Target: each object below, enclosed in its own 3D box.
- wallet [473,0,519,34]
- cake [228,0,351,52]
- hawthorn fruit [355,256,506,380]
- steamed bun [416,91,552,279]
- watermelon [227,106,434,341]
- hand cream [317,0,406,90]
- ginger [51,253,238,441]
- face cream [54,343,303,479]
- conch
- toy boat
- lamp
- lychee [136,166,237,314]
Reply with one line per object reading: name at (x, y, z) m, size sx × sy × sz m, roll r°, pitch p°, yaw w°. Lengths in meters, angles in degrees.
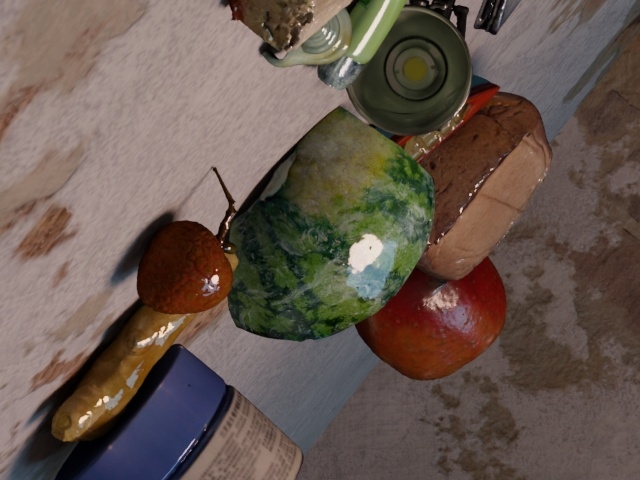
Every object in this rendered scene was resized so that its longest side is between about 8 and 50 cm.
wallet at (0.252, -0.370, 1.786) m, size 0.167 × 0.036 × 0.222 m, roll -52°, pitch 162°, yaw -44°
cake at (-0.001, -0.251, 1.189) m, size 0.117 × 0.086 × 0.220 m, roll -43°, pitch 168°, yaw -26°
hawthorn fruit at (0.192, 0.083, 2.639) m, size 0.285 × 0.285 × 0.369 m, roll -45°, pitch 152°, yaw -19°
steamed bun at (0.203, -0.105, 2.251) m, size 0.301 × 0.199 × 0.251 m, roll -51°, pitch 154°, yaw 2°
watermelon at (0.000, 0.000, 1.838) m, size 0.305 × 0.224 × 0.180 m, roll -54°, pitch -165°, yaw -2°
hand cream at (0.056, -0.242, 1.571) m, size 0.175 × 0.046 × 0.095 m, roll -58°, pitch 166°, yaw 13°
ginger at (-0.207, 0.118, 1.719) m, size 0.299 × 0.065 × 0.118 m, roll -52°, pitch 176°, yaw 0°
face cream at (-0.176, 0.291, 1.834) m, size 0.249 × 0.225 × 0.249 m, roll -47°, pitch -172°, yaw 8°
conch at (-0.006, -0.194, 1.423) m, size 0.088 × 0.065 × 0.180 m, roll -51°, pitch 175°, yaw 3°
toy boat at (0.104, -0.130, 2.050) m, size 0.392 × 0.079 × 0.136 m, roll -42°, pitch 165°, yaw -27°
lamp at (0.119, -0.212, 1.734) m, size 0.227 × 0.147 × 0.172 m, roll -40°, pitch 145°, yaw -76°
lychee at (-0.135, 0.020, 1.559) m, size 0.140 × 0.114 × 0.101 m, roll -33°, pitch -156°, yaw 14°
